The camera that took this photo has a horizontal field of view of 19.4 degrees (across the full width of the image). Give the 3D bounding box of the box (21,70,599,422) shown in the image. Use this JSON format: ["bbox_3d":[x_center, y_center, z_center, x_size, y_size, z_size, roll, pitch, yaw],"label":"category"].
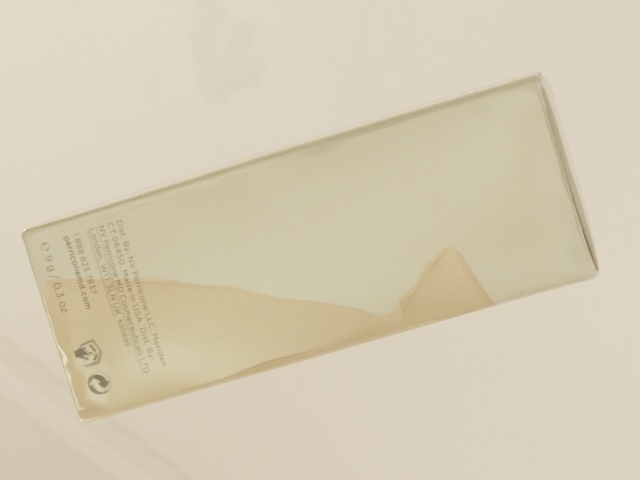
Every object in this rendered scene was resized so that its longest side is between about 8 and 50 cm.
[{"bbox_3d":[0.000,0.000,1.108,0.148,0.311,0.121,-33,-73,-80],"label":"box"}]
